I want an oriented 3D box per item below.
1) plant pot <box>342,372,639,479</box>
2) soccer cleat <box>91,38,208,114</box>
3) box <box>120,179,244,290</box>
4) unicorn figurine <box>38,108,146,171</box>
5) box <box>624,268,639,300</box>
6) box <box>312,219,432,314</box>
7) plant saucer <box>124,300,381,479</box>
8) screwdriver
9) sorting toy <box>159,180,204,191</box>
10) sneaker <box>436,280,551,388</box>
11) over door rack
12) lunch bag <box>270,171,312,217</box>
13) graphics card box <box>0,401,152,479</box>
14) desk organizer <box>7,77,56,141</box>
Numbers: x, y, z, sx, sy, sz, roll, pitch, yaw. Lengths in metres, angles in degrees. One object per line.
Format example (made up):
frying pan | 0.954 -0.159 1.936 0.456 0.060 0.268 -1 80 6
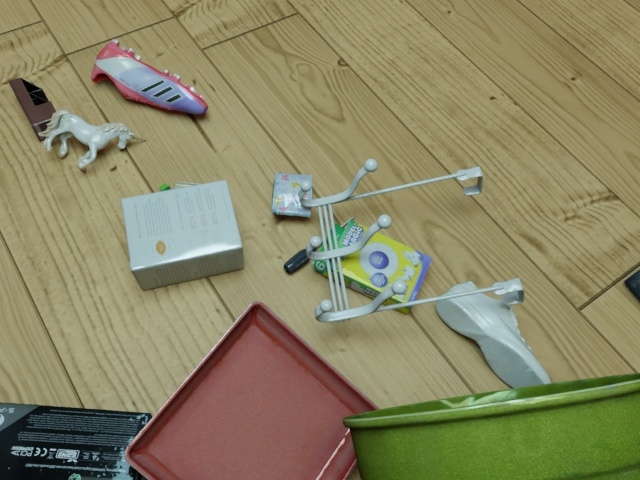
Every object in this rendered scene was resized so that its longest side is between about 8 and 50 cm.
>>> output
plant pot | 0.231 0.352 0.596 0.367 0.366 0.352 -6 73 -8
soccer cleat | -0.332 -0.297 1.048 0.248 0.083 0.095 32 92 7
box | -0.222 -0.009 0.875 0.171 0.091 0.130 -12 66 -11
unicorn figurine | -0.417 -0.183 0.969 0.162 0.060 0.111 32 85 -14
box | 0.677 0.086 0.925 0.233 0.059 0.183 -25 66 -19
box | 0.086 0.038 0.905 0.179 0.043 0.105 24 61 7
plant saucer | -0.078 0.259 0.725 0.259 0.048 0.258 44 64 -7
screwdriver | 0.000 0.000 0.934 0.170 0.024 0.025 -43 101 -26
sorting toy | -0.250 -0.080 0.959 0.083 0.012 0.062 7 61 -2
sneaker | 0.291 0.145 0.853 0.094 0.080 0.212 -29 66 -32
over door rack | 0.138 -0.011 0.840 0.325 0.108 0.239 -6 60 -5
lunch bag | -0.051 -0.076 0.954 0.071 0.053 0.083 3 51 -6
graphics card box | -0.344 0.383 0.619 0.233 0.094 0.370 4 53 -3
desk organizer | -0.534 -0.252 1.012 0.050 0.047 0.130 -27 67 -21
